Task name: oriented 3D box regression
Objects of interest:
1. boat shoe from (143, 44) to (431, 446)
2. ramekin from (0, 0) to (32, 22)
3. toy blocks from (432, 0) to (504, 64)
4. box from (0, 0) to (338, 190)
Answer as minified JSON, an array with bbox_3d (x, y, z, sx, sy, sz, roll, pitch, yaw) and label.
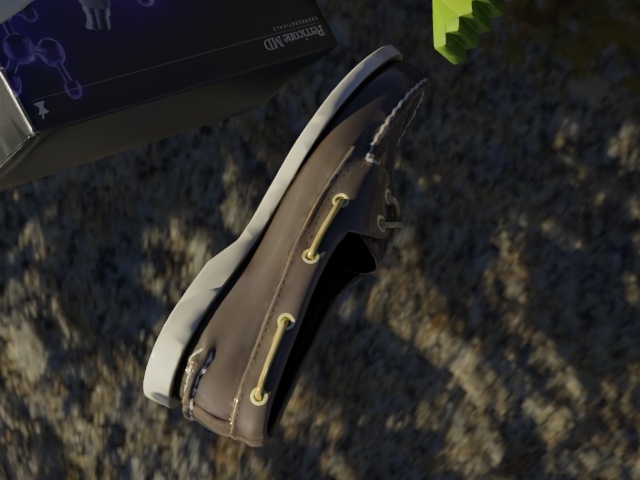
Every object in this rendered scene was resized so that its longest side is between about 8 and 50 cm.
[{"bbox_3d":[0.000,0.000,1.183,0.096,0.116,0.324,28,64,14],"label":"boat shoe"},{"bbox_3d":[-0.176,-0.187,0.545,0.277,0.277,0.135,-33,47,-16],"label":"ramekin"},{"bbox_3d":[0.206,-0.357,1.347,0.261,0.191,0.381,-7,75,24],"label":"toy blocks"},{"bbox_3d":[-0.140,-0.152,1.028,0.261,0.103,0.184,-23,85,-45],"label":"box"}]
